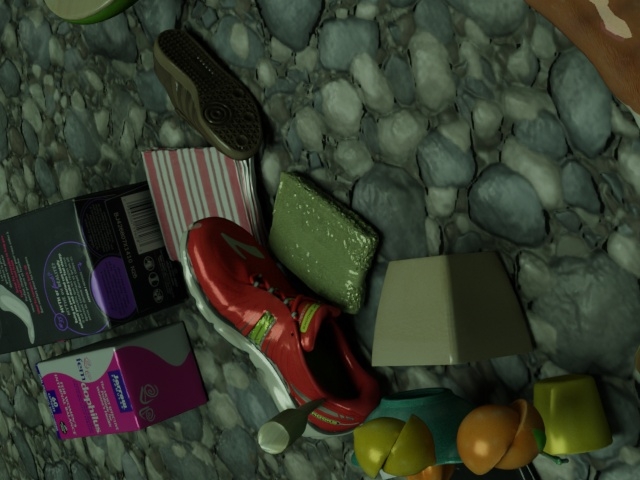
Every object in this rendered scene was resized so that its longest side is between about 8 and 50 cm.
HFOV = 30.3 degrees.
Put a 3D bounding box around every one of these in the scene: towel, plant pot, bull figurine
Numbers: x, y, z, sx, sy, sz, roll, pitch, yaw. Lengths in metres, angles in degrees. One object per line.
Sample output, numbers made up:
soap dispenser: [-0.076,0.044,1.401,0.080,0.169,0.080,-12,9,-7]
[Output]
towel: [0.000,0.000,1.240,0.148,0.027,0.110,37,129,34]
plant pot: [0.115,0.061,1.082,0.109,0.109,0.096,-9,85,49]
bull figurine: [0.239,-0.180,0.847,0.310,0.101,0.188,46,130,23]
towel: [-0.131,-0.041,1.373,0.197,0.029,0.144,4,110,48]

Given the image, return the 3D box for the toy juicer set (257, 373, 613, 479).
toy juicer set: [0.072,0.185,1.041,0.329,0.209,0.090,-8,90,32]

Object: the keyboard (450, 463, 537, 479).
keyboard: [0.157,0.270,1.175,0.180,0.023,0.108,-37,70,49]

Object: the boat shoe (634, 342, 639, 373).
boat shoe: [0.333,0.021,0.840,0.104,0.089,0.285,32,136,-7]

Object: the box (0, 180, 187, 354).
box: [-0.327,0.039,1.490,0.270,0.143,0.165,-13,94,36]

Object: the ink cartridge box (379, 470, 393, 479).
ink cartridge box: [0.095,0.204,1.213,0.115,0.029,0.063,-30,82,50]

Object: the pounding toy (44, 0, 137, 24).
pounding toy: [-0.191,-0.327,1.290,0.237,0.110,0.183,-51,51,14]

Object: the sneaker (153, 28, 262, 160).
sneaker: [-0.123,-0.150,1.305,0.188,0.066,0.071,56,155,24]

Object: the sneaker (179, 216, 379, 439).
sneaker: [-0.032,0.078,1.239,0.279,0.107,0.118,51,142,-3]

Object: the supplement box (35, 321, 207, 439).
supplement box: [-0.262,0.185,1.541,0.220,0.114,0.111,-17,91,48]
